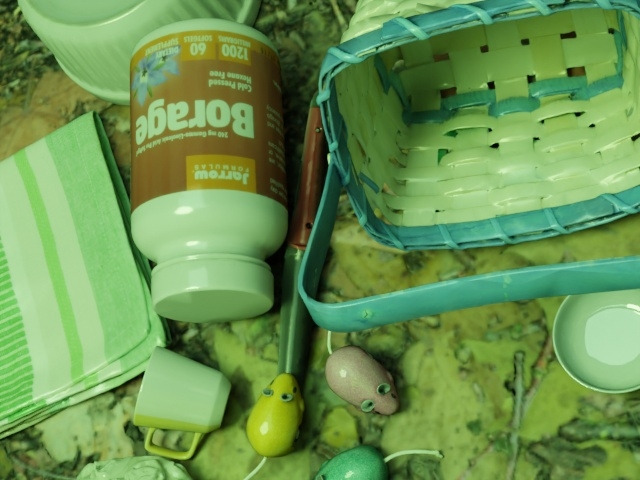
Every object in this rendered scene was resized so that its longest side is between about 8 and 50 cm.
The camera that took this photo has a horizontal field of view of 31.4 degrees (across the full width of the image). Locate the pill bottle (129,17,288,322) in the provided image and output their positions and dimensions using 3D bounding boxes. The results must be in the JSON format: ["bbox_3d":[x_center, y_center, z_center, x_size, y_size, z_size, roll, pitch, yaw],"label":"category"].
[{"bbox_3d":[-0.086,-0.051,0.882,0.121,0.121,0.216,-10,70,17],"label":"pill bottle"}]

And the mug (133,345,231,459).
[{"bbox_3d":[-0.104,0.122,0.868,0.064,0.078,0.062,14,48,-2],"label":"mug"}]

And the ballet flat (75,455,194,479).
[{"bbox_3d":[-0.083,0.308,0.753,0.147,0.147,0.409,-34,63,6],"label":"ballet flat"}]

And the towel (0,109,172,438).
[{"bbox_3d":[-0.299,0.059,0.969,0.325,0.038,0.247,-27,64,9],"label":"towel"}]

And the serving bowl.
[{"bbox_3d":[0.204,0.067,0.788,0.083,0.027,0.083,-6,71,18],"label":"serving bowl"}]

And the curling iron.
[{"bbox_3d":[0.000,0.000,0.881,0.068,0.035,0.274,8,75,22],"label":"curling iron"}]

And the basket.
[{"bbox_3d":[0.123,-0.068,0.751,0.255,0.201,0.289,-8,39,18],"label":"basket"}]

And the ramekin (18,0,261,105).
[{"bbox_3d":[-0.164,-0.230,0.980,0.207,0.109,0.207,-7,70,18],"label":"ramekin"}]

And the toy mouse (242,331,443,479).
[{"bbox_3d":[0.018,0.135,0.818,0.143,0.031,0.161,18,88,14],"label":"toy mouse"}]
